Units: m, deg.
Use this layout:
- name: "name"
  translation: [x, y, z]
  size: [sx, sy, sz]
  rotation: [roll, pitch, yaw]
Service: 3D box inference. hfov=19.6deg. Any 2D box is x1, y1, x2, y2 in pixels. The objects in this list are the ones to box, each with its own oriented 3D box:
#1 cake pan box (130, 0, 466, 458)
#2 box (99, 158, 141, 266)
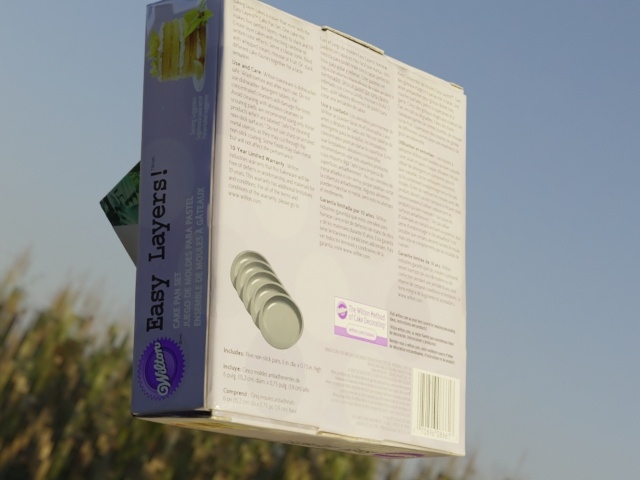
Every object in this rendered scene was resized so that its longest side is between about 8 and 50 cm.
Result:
- name: "cake pan box"
  translation: [0.000, 0.000, 1.109]
  size: [0.070, 0.245, 0.267]
  rotation: [-6, -13, 37]
- name: "box"
  translation: [-0.064, -0.019, 1.740]
  size: [0.322, 0.058, 0.232]
  rotation: [-40, -101, 45]
